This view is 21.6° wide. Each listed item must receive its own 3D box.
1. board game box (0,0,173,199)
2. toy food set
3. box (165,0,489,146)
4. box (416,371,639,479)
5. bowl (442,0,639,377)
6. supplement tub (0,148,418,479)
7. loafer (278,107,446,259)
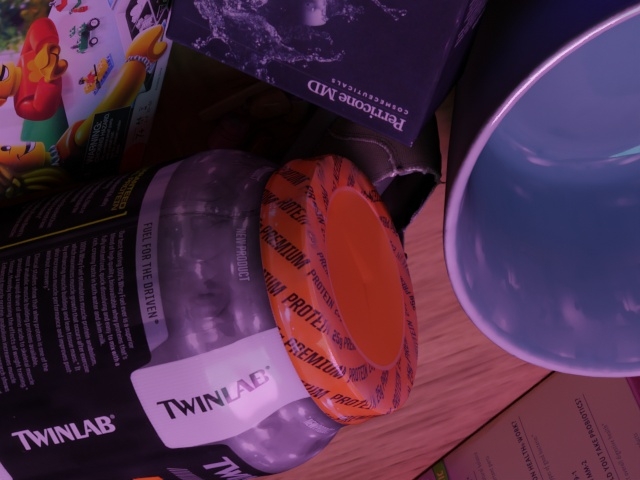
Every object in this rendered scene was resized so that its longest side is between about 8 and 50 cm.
[{"bbox_3d":[-0.160,-0.149,0.892,0.193,0.053,0.305,-15,140,-34],"label":"board game box"},{"bbox_3d":[-0.034,-0.065,1.080,0.078,0.019,0.122,-26,143,5],"label":"toy food set"},{"bbox_3d":[0.017,-0.160,0.904,0.156,0.093,0.158,25,130,8],"label":"box"},{"bbox_3d":[0.198,0.237,1.297,0.243,0.213,0.117,-41,130,22],"label":"box"},{"bbox_3d":[0.206,-0.079,1.034,0.312,0.163,0.311,-8,135,-9],"label":"bowl"},{"bbox_3d":[-0.115,0.059,0.998,0.316,0.193,0.193,-14,138,24],"label":"supplement tub"},{"bbox_3d":[0.000,0.000,1.086,0.094,0.087,0.251,4,137,-31],"label":"loafer"}]
